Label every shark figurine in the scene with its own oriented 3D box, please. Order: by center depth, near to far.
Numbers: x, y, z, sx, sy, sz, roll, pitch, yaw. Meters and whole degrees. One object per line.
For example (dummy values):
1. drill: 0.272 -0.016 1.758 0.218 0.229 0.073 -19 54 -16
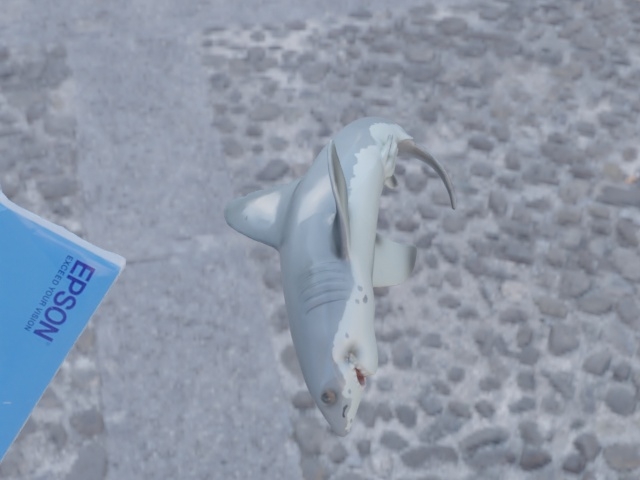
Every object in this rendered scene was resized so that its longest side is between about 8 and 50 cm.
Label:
1. shark figurine: 0.001 -0.028 0.787 0.116 0.166 0.278 -4 35 21

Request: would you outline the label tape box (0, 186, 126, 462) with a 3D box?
1. label tape box: -0.306 0.000 0.660 0.348 0.249 0.115 31 20 -10
